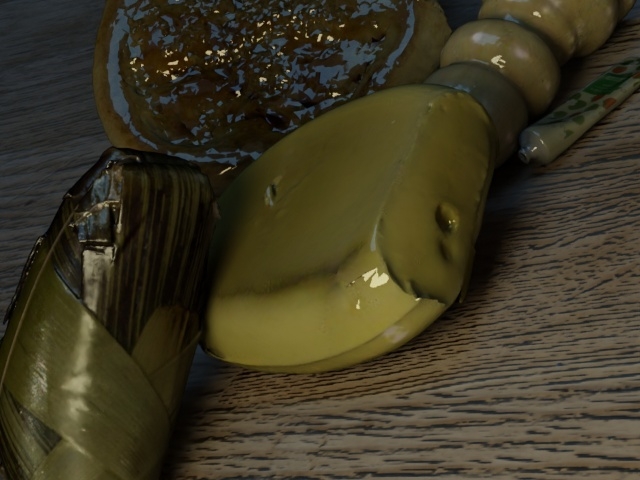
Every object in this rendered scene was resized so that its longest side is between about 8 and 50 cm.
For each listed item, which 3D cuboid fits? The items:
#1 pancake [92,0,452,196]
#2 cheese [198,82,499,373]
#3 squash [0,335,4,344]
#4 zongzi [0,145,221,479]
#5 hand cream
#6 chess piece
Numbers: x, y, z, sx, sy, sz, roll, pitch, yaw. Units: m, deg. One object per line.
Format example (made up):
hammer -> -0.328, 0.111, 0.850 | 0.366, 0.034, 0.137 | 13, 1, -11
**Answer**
pancake -> -0.051, -0.217, 1.809 | 0.382, 0.071, 0.382 | -6, 67, 15
cheese -> 0.000, 0.000, 1.494 | 0.316, 0.128, 0.260 | -23, 32, 47
squash -> -0.253, 0.078, 1.749 | 0.066, 0.066, 0.229 | 2, 44, 52
zongzi -> -0.152, 0.108, 1.400 | 0.289, 0.154, 0.317 | -67, 28, 24
hand cream -> 0.231, -0.116, 1.558 | 0.165, 0.037, 0.057 | -38, 25, -23
chess piece -> 0.170, -0.165, 1.611 | 0.142, 0.143, 0.261 | -1, 47, 49
